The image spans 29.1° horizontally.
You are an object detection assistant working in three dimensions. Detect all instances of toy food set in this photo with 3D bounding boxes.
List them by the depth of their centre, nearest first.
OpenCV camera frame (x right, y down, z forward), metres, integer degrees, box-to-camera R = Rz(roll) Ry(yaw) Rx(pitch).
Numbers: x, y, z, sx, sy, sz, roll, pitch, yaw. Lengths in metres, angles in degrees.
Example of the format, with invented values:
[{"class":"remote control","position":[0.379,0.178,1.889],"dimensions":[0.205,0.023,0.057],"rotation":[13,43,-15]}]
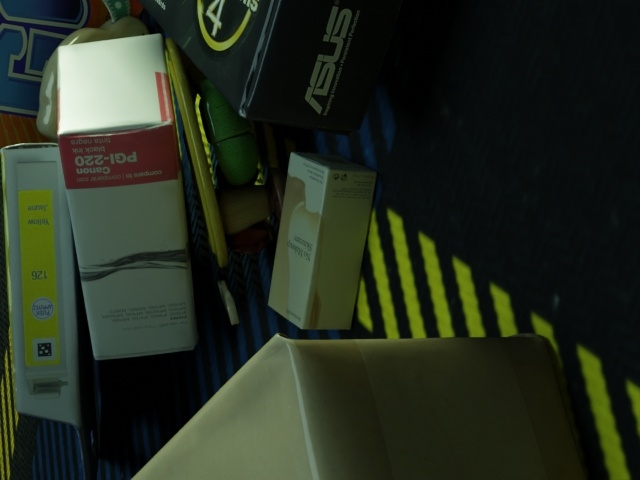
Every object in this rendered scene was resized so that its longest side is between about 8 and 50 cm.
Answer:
[{"class":"toy food set","position":[-0.061,-0.054,0.941],"dimensions":[0.128,0.071,0.218],"rotation":[-172,69,-83]}]

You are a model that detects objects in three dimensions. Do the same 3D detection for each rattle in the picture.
[{"class":"rattle","position":[-0.175,-0.167,1.168],"dimensions":[0.143,0.130,0.200],"rotation":[10,70,50]}]

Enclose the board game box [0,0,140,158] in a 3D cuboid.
[{"class":"board game box","position":[-0.417,-0.267,1.314],"dimensions":[0.356,0.356,0.356],"rotation":[7,94,61]}]

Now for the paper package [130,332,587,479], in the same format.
[{"class":"paper package","position":[0.020,0.248,0.680],"dimensions":[0.309,0.168,0.325],"rotation":[-46,50,50]}]

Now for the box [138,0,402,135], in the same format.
[{"class":"box","position":[-0.042,-0.296,0.841],"dimensions":[0.395,0.097,0.318],"rotation":[51,127,51]}]

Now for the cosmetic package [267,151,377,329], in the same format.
[{"class":"cosmetic package","position":[0.000,0.000,0.862],"dimensions":[0.060,0.041,0.115],"rotation":[27,111,58]}]

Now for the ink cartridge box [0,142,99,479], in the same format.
[{"class":"ink cartridge box","position":[-0.250,0.077,1.169],"dimensions":[0.303,0.072,0.307],"rotation":[167,103,-81]}]

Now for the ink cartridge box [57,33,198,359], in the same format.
[{"class":"ink cartridge box","position":[-0.157,-0.035,1.009],"dimensions":[0.158,0.092,0.218],"rotation":[-106,10,-54]}]
